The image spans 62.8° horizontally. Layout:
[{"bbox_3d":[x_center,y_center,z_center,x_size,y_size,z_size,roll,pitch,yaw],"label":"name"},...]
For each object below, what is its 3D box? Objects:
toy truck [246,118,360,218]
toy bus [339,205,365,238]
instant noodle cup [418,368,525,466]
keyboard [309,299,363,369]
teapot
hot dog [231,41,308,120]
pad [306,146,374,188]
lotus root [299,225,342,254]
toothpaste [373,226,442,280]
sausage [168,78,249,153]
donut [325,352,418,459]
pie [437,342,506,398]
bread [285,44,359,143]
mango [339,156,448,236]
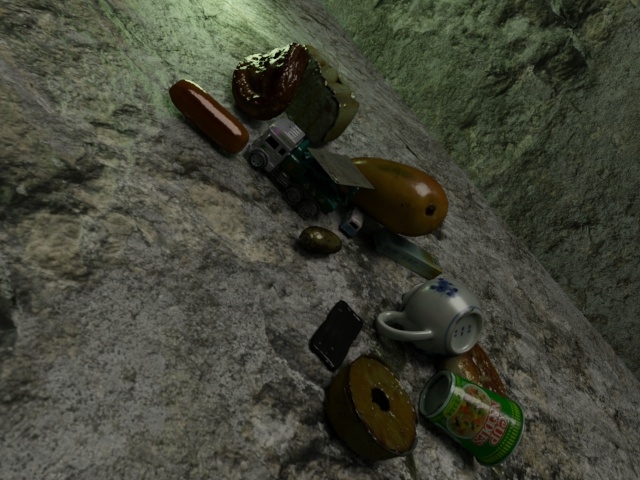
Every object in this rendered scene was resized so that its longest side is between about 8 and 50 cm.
[{"bbox_3d":[-0.057,-0.229,1.701,0.363,0.178,0.176,41,30,-6],"label":"toy truck"},{"bbox_3d":[0.116,-0.071,1.836,0.060,0.075,0.123,42,30,-10],"label":"toy bus"},{"bbox_3d":[0.406,0.481,1.464,0.233,0.207,0.207,33,31,-9],"label":"instant noodle cup"},{"bbox_3d":[0.047,0.249,1.419,0.106,0.016,0.262,47,29,-1],"label":"keyboard"},{"bbox_3d":[0.354,0.230,1.650,0.424,0.252,0.280,-11,25,-32],"label":"teapot"},{"bbox_3d":[-0.178,-0.587,1.893,0.174,0.267,0.387,60,29,-35],"label":"hot dog"},{"bbox_3d":[0.071,-0.230,1.672,0.159,0.009,0.265,52,25,20],"label":"pad"},{"bbox_3d":[0.000,0.000,1.583,0.179,0.089,0.080,11,88,-52],"label":"lotus root"},{"bbox_3d":[0.334,0.052,1.985,0.313,0.071,0.089,28,37,-32],"label":"toothpaste"},{"bbox_3d":[-0.334,-0.372,1.580,0.274,0.105,0.105,42,30,-12],"label":"sausage"},{"bbox_3d":[0.119,0.401,1.253,0.272,0.107,0.272,38,29,-26],"label":"donut"},{"bbox_3d":[0.504,0.441,1.725,0.315,0.092,0.315,35,30,-24],"label":"pie"},{"bbox_3d":[0.017,-0.561,2.128,0.264,0.239,0.395,1,54,-52],"label":"bread"},{"bbox_3d":[0.244,-0.171,1.895,0.446,0.232,0.300,29,1,29],"label":"mango"}]
